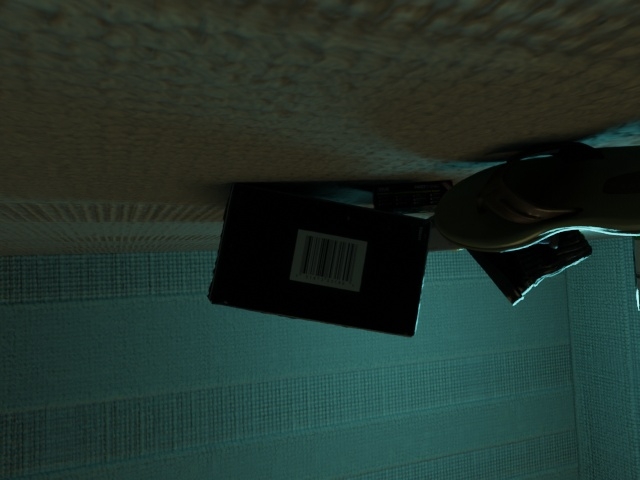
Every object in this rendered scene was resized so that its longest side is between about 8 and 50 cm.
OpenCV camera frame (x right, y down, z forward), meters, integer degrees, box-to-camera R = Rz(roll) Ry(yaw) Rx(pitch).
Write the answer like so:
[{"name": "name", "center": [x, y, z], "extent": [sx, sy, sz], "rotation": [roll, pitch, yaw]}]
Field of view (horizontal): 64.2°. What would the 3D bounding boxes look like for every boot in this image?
[{"name": "boot", "center": [0.572, 0.003, 1.453], "extent": [0.260, 0.348, 0.131], "rotation": [-41, 125, 14]}]

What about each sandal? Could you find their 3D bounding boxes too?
[{"name": "sandal", "center": [0.246, -0.062, 0.549], "extent": [0.086, 0.120, 0.302], "rotation": [33, 156, -30]}]

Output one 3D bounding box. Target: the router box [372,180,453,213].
[{"name": "router box", "center": [0.146, -0.065, 0.808], "extent": [0.122, 0.038, 0.092], "rotation": [-2, 176, 9]}]

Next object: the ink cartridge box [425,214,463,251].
[{"name": "ink cartridge box", "center": [0.329, -0.052, 1.036], "extent": [0.238, 0.060, 0.275], "rotation": [-28, -175, -18]}]

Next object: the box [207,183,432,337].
[{"name": "box", "center": [-0.011, 0.035, 0.850], "extent": [0.296, 0.183, 0.294], "rotation": [11, 175, -5]}]

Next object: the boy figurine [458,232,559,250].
[{"name": "boy figurine", "center": [0.445, -0.022, 1.304], "extent": [0.285, 0.092, 0.177], "rotation": [0, -164, 10]}]

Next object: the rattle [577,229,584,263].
[{"name": "rattle", "center": [0.769, -0.004, 1.521], "extent": [0.130, 0.143, 0.199], "rotation": [-22, 165, 15]}]

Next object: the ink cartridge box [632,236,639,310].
[{"name": "ink cartridge box", "center": [0.709, 0.029, 1.074], "extent": [0.086, 0.209, 0.153], "rotation": [-4, -166, 30]}]
